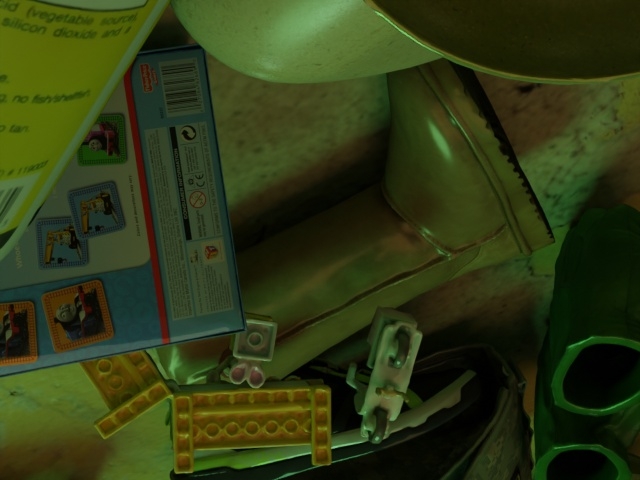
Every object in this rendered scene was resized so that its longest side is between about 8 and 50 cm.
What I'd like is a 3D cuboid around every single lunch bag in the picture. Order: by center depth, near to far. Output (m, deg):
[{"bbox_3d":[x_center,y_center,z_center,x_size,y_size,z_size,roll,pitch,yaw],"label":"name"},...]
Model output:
[{"bbox_3d":[0.058,0.225,1.125,0.287,0.169,0.235,-29,144,-6],"label":"lunch bag"}]

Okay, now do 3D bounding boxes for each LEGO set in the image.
[{"bbox_3d":[-0.089,0.059,0.823,0.287,0.107,0.132,21,91,-11],"label":"LEGO set"}]

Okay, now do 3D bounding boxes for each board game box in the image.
[{"bbox_3d":[-0.154,-0.011,0.714,0.211,0.160,0.039,-10,-174,-20],"label":"board game box"}]

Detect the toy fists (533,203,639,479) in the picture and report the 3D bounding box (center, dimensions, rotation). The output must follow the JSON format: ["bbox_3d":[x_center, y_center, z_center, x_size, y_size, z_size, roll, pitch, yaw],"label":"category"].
[{"bbox_3d":[0.219,0.086,1.049,0.096,0.142,0.279,3,143,6],"label":"toy fists"}]

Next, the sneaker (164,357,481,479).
[{"bbox_3d":[-0.001,0.116,0.996,0.234,0.097,0.084,-17,173,3],"label":"sneaker"}]

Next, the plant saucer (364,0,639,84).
[{"bbox_3d":[0.104,-0.166,0.464,0.240,0.037,0.241,-5,128,-6],"label":"plant saucer"}]

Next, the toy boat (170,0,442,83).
[{"bbox_3d":[0.086,-0.193,0.598,0.318,0.148,0.267,-31,174,35],"label":"toy boat"}]

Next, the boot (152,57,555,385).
[{"bbox_3d":[0.000,0.000,0.865,0.269,0.089,0.236,-26,139,9],"label":"boot"}]

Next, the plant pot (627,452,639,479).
[{"bbox_3d":[0.267,0.367,1.382,0.274,0.275,0.294,1,121,-31],"label":"plant pot"}]

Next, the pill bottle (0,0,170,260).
[{"bbox_3d":[-0.131,-0.149,0.507,0.187,0.188,0.334,10,132,-39],"label":"pill bottle"}]
